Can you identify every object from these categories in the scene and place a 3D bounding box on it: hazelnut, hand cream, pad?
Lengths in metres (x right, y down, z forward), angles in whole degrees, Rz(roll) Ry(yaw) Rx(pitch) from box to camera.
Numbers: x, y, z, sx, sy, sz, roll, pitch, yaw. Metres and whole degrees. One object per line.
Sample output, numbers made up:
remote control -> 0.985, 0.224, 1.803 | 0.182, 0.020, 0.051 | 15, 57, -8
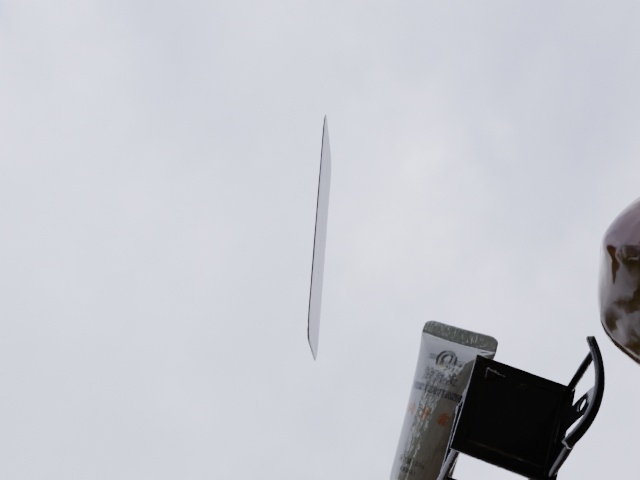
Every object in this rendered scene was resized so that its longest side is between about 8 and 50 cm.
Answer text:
hazelnut -> 0.387, 0.047, 1.011 | 0.210, 0.210, 0.186 | 4, -35, -39
hand cream -> 0.181, 0.285, 1.480 | 0.089, 0.139, 0.314 | 23, -100, -47
pad -> 0.000, 0.000, 1.142 | 0.176, 0.002, 0.266 | 80, -166, -72

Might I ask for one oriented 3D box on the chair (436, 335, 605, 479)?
chair -> 0.243, 0.229, 1.210 | 0.260, 0.141, 0.155 | 100, -169, -52
